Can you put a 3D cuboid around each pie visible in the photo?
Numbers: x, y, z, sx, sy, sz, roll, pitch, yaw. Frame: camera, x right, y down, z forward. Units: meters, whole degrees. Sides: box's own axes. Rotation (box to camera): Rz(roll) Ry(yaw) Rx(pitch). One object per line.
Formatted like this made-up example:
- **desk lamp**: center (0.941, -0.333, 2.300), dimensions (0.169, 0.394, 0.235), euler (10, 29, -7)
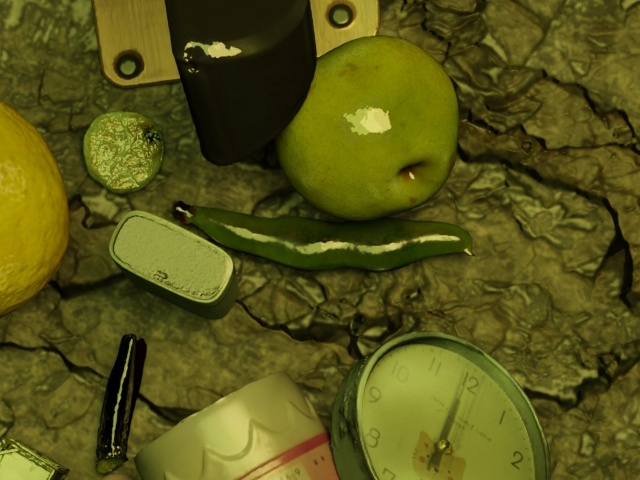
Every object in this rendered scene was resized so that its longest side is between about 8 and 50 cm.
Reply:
- **pie**: center (-0.193, -0.086, 1.876), dimensions (0.085, 0.017, 0.085), euler (0, 80, -1)

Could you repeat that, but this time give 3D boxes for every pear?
- **pear**: center (0.034, -0.118, 1.823), dimensions (0.180, 0.166, 0.216), euler (-39, 43, -2)

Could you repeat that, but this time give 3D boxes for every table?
- **table**: center (-0.285, 0.230, 1.789), dimensions (0.062, 0.083, 0.079), euler (29, 83, 4)

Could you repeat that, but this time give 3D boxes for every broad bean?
- **broad bean**: center (0.000, 0.001, 1.847), dimensions (0.297, 0.043, 0.060), euler (4, 71, 2)

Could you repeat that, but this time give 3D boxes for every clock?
- **clock**: center (0.114, 0.190, 1.745), dimensions (0.226, 0.049, 0.226), euler (17, 56, -27)

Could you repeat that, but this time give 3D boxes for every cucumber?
- **cucumber**: center (-0.192, 0.155, 1.828), dimensions (0.034, 0.033, 0.135), euler (0, 77, 34)

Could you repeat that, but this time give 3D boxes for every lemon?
- **lemon**: center (-0.340, -0.029, 1.766), dimensions (0.219, 0.240, 0.240), euler (6, 79, -28)

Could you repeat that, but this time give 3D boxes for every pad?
- **pad**: center (-0.095, -0.306, 1.915), dimensions (0.284, 0.018, 0.286), euler (-9, 82, -1)

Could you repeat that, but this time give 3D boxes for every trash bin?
- **trash bin**: center (-0.134, 0.025, 1.799), dimensions (0.116, 0.130, 0.059), euler (27, 81, 5)

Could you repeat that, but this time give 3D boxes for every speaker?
- **speaker**: center (-0.057, -0.283, 1.766), dimensions (0.184, 0.180, 0.388), euler (-10, 60, 1)

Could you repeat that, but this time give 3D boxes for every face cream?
- **face cream**: center (-0.053, 0.239, 1.739), dimensions (0.175, 0.175, 0.195), euler (-29, 82, -4)

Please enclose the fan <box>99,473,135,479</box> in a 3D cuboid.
- **fan**: center (-0.156, 0.329, 1.760), dimensions (0.074, 0.130, 0.244), euler (-15, 65, -21)
